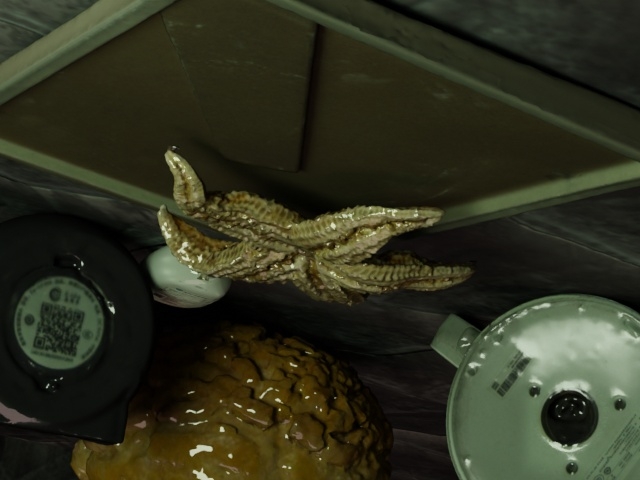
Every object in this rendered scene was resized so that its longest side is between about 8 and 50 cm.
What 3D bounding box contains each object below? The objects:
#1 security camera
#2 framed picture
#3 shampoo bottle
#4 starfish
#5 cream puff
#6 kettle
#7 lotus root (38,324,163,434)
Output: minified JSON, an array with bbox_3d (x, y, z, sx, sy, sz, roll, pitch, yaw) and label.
[{"bbox_3d":[-0.282,0.080,1.455,0.197,0.191,0.277,13,169,-27],"label":"security camera"},{"bbox_3d":[-0.032,-0.068,1.014,0.326,0.028,0.446,20,163,-28],"label":"framed picture"},{"bbox_3d":[-0.110,0.027,1.397,0.077,0.045,0.152,18,166,-18],"label":"shampoo bottle"},{"bbox_3d":[0.000,0.000,1.112,0.235,0.062,0.277,-5,154,33],"label":"starfish"},{"bbox_3d":[-0.087,0.203,1.670,0.327,0.231,0.343,26,163,-39],"label":"cream puff"},{"bbox_3d":[0.227,0.181,1.418,0.265,0.205,0.318,2,165,24],"label":"kettle"},{"bbox_3d":[-0.322,0.143,1.807,0.260,0.149,0.267,20,166,-27],"label":"lotus root"}]
